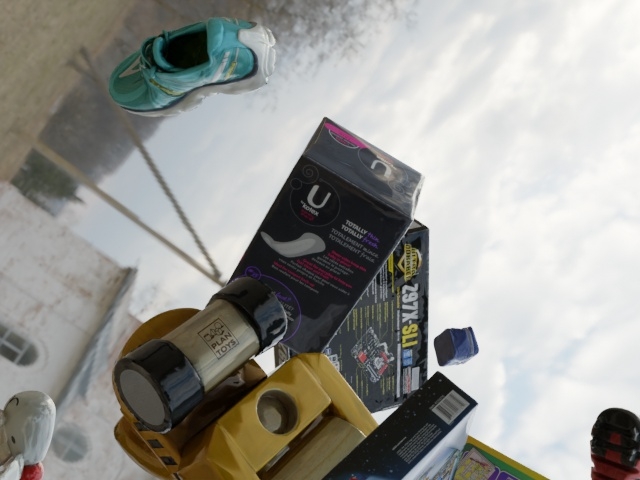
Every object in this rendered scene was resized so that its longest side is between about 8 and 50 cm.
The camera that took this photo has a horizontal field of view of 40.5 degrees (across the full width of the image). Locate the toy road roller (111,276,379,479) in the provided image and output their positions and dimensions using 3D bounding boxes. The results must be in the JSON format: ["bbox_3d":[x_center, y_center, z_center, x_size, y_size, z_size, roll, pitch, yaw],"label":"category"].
[{"bbox_3d":[-0.106,0.227,1.030,0.202,0.329,0.240,-36,175,-41],"label":"toy road roller"}]

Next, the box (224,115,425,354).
[{"bbox_3d":[0.000,0.000,1.174,0.270,0.165,0.143,-57,-176,31],"label":"box"}]

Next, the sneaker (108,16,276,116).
[{"bbox_3d":[-0.179,-0.224,1.069,0.275,0.110,0.107,-8,-100,41],"label":"sneaker"}]

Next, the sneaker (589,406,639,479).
[{"bbox_3d":[0.472,0.398,1.380,0.097,0.135,0.276,17,-84,42],"label":"sneaker"}]

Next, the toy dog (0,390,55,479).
[{"bbox_3d":[-0.476,0.384,1.212,0.220,0.161,0.334,-22,-114,47],"label":"toy dog"}]

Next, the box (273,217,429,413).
[{"bbox_3d":[0.051,0.138,1.426,0.079,0.257,0.322,-144,-133,-58],"label":"box"}]

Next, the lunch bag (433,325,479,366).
[{"bbox_3d":[0.279,0.219,1.777,0.098,0.065,0.067,127,-44,-60],"label":"lunch bag"}]

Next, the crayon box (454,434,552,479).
[{"bbox_3d":[0.197,0.350,1.106,0.165,0.278,0.081,-57,156,-16],"label":"crayon box"}]

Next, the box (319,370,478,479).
[{"bbox_3d":[0.023,0.224,0.674,0.233,0.044,0.159,-36,150,-29],"label":"box"}]
